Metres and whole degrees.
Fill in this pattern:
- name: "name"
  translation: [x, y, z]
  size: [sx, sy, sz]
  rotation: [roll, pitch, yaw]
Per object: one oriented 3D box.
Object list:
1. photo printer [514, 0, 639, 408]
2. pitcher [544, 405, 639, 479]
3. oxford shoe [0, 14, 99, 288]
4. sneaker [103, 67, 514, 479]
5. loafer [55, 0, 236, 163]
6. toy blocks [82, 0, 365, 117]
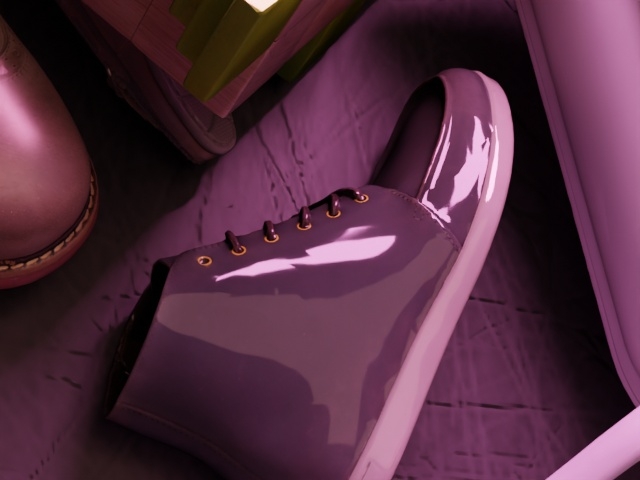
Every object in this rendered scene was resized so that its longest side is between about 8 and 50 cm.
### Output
- name: "photo printer"
  translation: [0.228, -0.057, 0.748]
  size: [0.256, 0.107, 0.307]
  rotation: [-12, 87, -32]
- name: "pitcher"
  translation: [0.069, 0.138, 0.590]
  size: [0.207, 0.177, 0.125]
  rotation: [-9, 32, -29]
- name: "oxford shoe"
  translation: [-0.214, -0.120, 0.579]
  size: [0.348, 0.130, 0.123]
  rotation: [42, 59, -5]
- name: "sneaker"
  translation: [0.000, 0.000, 0.659]
  size: [0.118, 0.083, 0.222]
  rotation: [28, 63, -12]
- name: "loafer"
  translation: [-0.082, -0.085, 0.686]
  size: [0.125, 0.039, 0.045]
  rotation: [59, 27, 2]
- name: "toy blocks"
  translation: [-0.047, -0.231, 0.678]
  size: [0.261, 0.190, 0.381]
  rotation: [41, 45, 2]
